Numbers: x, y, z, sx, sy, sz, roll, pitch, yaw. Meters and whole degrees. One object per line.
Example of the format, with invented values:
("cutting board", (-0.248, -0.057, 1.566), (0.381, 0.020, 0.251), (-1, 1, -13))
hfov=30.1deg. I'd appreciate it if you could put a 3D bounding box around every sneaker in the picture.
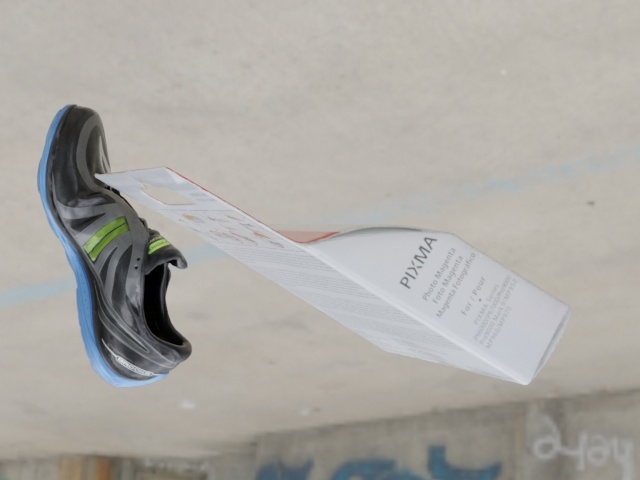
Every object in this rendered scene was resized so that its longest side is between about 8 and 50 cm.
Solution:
("sneaker", (-0.129, 0.001, 0.776), (0.078, 0.188, 0.067), (-16, -178, 19))

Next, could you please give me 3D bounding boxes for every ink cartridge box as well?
("ink cartridge box", (0.000, 0.000, 0.683), (0.232, 0.066, 0.189), (36, 169, -19))
